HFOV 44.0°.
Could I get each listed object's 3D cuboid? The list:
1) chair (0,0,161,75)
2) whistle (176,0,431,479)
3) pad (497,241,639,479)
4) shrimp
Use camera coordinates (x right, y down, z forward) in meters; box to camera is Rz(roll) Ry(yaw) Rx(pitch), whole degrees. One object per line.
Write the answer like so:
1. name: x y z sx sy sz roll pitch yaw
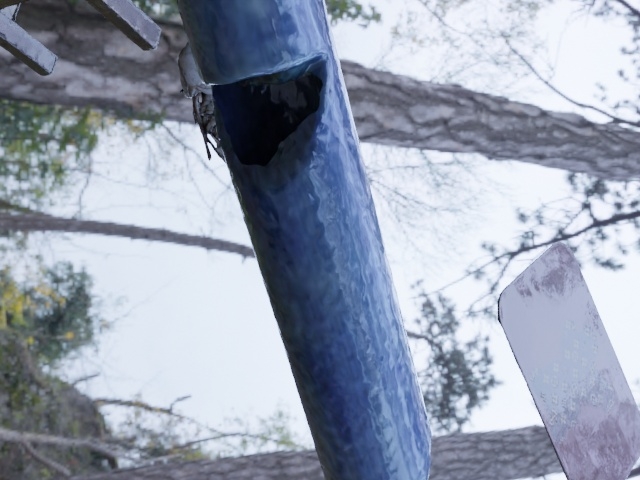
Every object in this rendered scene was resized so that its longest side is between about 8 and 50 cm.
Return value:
1. chair: -0.331 -0.374 0.738 0.203 0.416 0.241 -2 -112 30
2. whistle: 0.000 0.000 0.354 0.062 0.062 0.304 18 -52 57
3. pad: 0.276 0.146 0.851 0.004 0.181 0.267 -18 -80 46
4. shrimp: -0.075 -0.101 0.684 0.056 0.065 0.165 -3 -57 29
